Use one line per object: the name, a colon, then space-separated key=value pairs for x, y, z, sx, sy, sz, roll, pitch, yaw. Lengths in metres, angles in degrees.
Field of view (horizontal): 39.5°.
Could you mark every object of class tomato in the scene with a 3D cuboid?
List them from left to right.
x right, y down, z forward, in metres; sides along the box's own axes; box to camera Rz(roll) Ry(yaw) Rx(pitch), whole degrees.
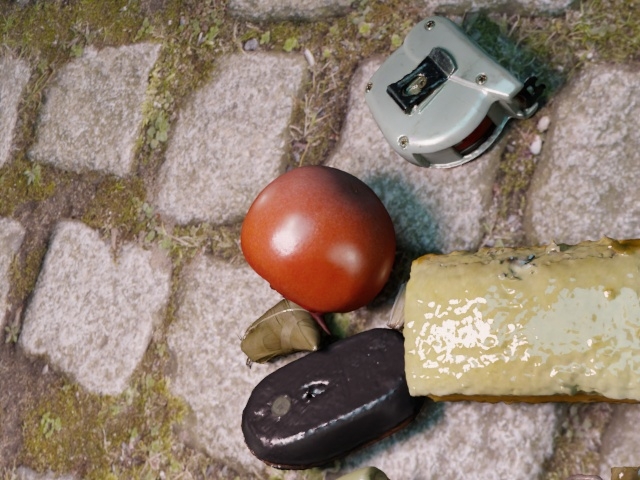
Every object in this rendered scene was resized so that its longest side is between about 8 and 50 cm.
tomato: x=0.000 y=0.000 z=1.462 sx=0.224 sy=0.255 sz=0.256 roll=-55 pitch=52 yaw=25

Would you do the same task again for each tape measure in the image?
tape measure: x=0.206 y=-0.246 z=1.505 sx=0.246 sy=0.125 sz=0.243 roll=-45 pitch=55 yaw=9

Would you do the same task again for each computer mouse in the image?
computer mouse: x=0.026 y=0.258 z=1.432 sx=0.323 sy=0.116 sz=0.183 roll=-25 pitch=50 yaw=9

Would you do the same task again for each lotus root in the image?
lotus root: x=0.140 y=0.111 z=1.469 sx=0.037 sy=0.030 sz=0.083 roll=14 pitch=77 yaw=37

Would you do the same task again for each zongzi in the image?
zongzi: x=-0.077 y=0.184 z=1.509 sx=0.189 sy=0.081 sz=0.178 roll=-39 pitch=23 yaw=15

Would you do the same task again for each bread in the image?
bread: x=0.314 y=0.115 z=1.281 sx=0.375 sy=0.165 sz=0.237 roll=-4 pitch=75 yaw=30

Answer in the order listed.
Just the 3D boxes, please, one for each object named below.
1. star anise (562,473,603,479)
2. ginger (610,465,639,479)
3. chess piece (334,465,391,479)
star anise: x=0.292 y=0.396 z=1.154 sx=0.218 sy=0.227 sz=0.148 roll=-22 pitch=42 yaw=19
ginger: x=0.414 y=0.415 z=1.146 sx=0.109 sy=0.116 sz=0.263 roll=16 pitch=72 yaw=-7
chess piece: x=-0.082 y=0.492 z=1.360 sx=0.442 sy=0.234 sz=0.234 roll=-24 pitch=61 yaw=19
